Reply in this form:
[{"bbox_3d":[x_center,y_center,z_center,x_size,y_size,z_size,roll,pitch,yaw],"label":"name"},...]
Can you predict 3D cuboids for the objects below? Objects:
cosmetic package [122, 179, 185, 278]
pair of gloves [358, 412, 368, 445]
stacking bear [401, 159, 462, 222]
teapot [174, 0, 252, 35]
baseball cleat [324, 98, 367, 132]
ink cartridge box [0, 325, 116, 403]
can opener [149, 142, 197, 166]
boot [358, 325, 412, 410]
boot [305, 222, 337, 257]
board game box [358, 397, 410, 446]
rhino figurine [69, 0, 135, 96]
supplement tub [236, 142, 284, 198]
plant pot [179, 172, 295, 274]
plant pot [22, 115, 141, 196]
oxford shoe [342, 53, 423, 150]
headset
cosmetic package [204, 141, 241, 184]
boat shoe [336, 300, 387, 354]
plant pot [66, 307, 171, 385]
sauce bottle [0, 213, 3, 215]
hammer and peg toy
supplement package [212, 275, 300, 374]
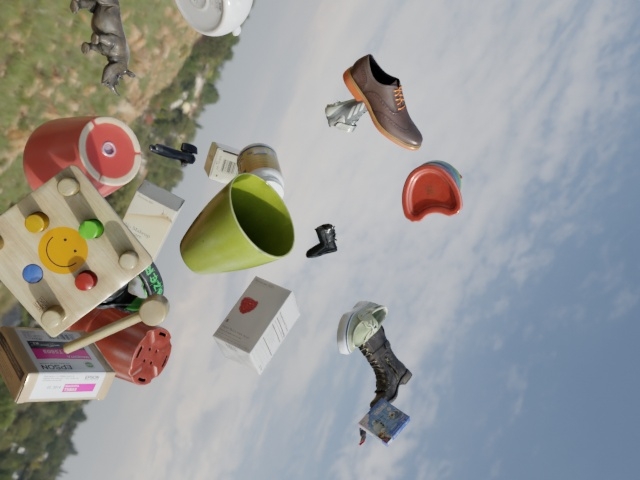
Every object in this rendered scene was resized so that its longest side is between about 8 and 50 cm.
[{"bbox_3d":[-0.614,-0.035,2.278,0.309,0.160,0.113,-59,-170,25],"label":"cosmetic package"},{"bbox_3d":[0.210,0.764,2.719,0.198,0.023,0.159,-56,-172,38],"label":"pair of gloves"},{"bbox_3d":[0.363,-0.169,2.014,0.289,0.175,0.164,-29,108,-66],"label":"stacking bear"},{"bbox_3d":[-0.267,-0.693,1.761,0.256,0.253,0.187,-11,-157,50],"label":"teapot"},{"bbox_3d":[0.117,-0.397,2.029,0.072,0.205,0.110,-40,119,-59],"label":"baseball cleat"},{"bbox_3d":[-0.653,0.302,1.600,0.193,0.234,0.088,37,-76,37],"label":"ink cartridge box"},{"bbox_3d":[-0.464,-0.276,2.057,0.059,0.186,0.073,-13,-100,36],"label":"can opener"},{"bbox_3d":[0.195,0.446,2.297,0.091,0.229,0.263,-32,-175,44],"label":"boot"},{"bbox_3d":[0.000,0.000,2.210,0.045,0.121,0.099,-114,-170,-63],"label":"boot"},{"bbox_3d":[0.153,0.435,1.566,0.090,0.090,0.020,-41,138,-28],"label":"board game box"},{"bbox_3d":[-0.476,-0.444,1.460,0.106,0.073,0.243,-26,108,-53],"label":"rhino figurine"},{"bbox_3d":[-0.200,-0.216,2.188,0.144,0.144,0.200,-58,-147,35],"label":"supplement tub"},{"bbox_3d":[-0.275,-0.013,1.960,0.293,0.275,0.275,-29,-146,29],"label":"plant pot"},{"bbox_3d":[-0.660,-0.235,1.854,0.243,0.275,0.275,-6,-122,41],"label":"plant pot"},{"bbox_3d":[0.173,-0.342,1.631,0.098,0.271,0.097,-36,-169,43],"label":"oxford shoe"},{"bbox_3d":[-0.565,0.069,1.572,0.185,0.394,0.243,-50,148,-40],"label":"headset"},{"bbox_3d":[-0.374,-0.307,2.627,0.296,0.153,0.129,-139,-114,-70],"label":"cosmetic package"},{"bbox_3d":[0.132,0.261,2.046,0.302,0.094,0.109,-44,127,-62],"label":"boat shoe"},{"bbox_3d":[-0.662,0.346,2.186,0.272,0.265,0.273,-46,145,-46],"label":"plant pot"},{"bbox_3d":[-0.864,0.070,1.870,0.344,0.111,0.111,90,9,-52],"label":"sauce bottle"},{"bbox_3d":[-0.482,0.067,1.303,0.266,0.361,0.127,-37,-169,-6],"label":"hammer and peg toy"},{"bbox_3d":[-0.235,0.315,2.455,0.293,0.177,0.175,-56,152,-28],"label":"supplement package"}]
